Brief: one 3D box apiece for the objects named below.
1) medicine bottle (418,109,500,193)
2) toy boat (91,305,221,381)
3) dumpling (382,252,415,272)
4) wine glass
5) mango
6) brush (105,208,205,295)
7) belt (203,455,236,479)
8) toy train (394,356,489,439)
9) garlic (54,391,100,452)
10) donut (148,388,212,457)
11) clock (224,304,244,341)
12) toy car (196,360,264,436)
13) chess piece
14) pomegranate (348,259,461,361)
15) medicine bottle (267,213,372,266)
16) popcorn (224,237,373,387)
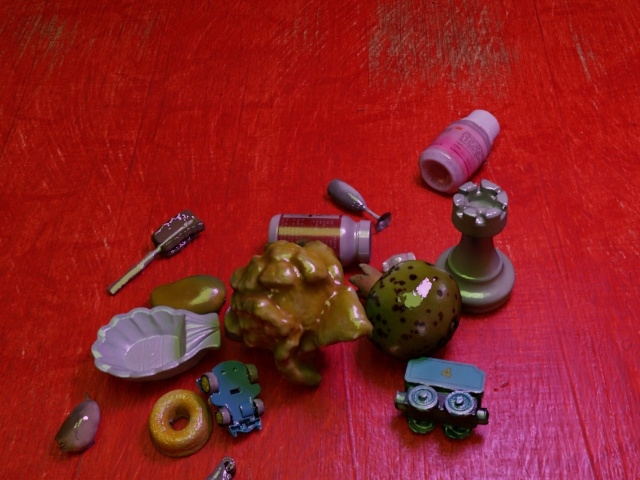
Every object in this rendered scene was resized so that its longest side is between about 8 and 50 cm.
[{"bbox_3d":[0.380,-0.246,2.231,0.147,0.147,0.247,27,56,27],"label":"medicine bottle"},{"bbox_3d":[-0.368,0.245,1.887,0.290,0.100,0.199,-10,48,-2],"label":"toy boat"},{"bbox_3d":[0.197,0.062,2.039,0.076,0.057,0.052,-17,4,-44],"label":"dumpling"},{"bbox_3d":[0.096,-0.096,2.178,0.066,0.066,0.198,-36,54,-25],"label":"wine glass"},{"bbox_3d":[-0.317,0.146,1.990,0.191,0.086,0.122,-16,55,4],"label":"mango"},{"bbox_3d":[-0.428,0.032,2.118,0.084,0.071,0.301,36,65,28],"label":"brush"},{"bbox_3d":[-0.248,0.530,1.644,0.071,0.053,0.232,27,55,37],"label":"belt"},{"bbox_3d":[0.260,0.330,1.741,0.197,0.107,0.154,7,41,13],"label":"toy train"},{"bbox_3d":[-0.518,0.391,1.790,0.084,0.066,0.152,12,52,19],"label":"garlic"},{"bbox_3d":[-0.305,0.388,1.779,0.151,0.058,0.152,-3,50,3],"label":"donut"},{"bbox_3d":[-0.160,0.170,1.966,0.110,0.050,0.153,14,50,18],"label":"clock"},{"bbox_3d":[-0.193,0.348,1.799,0.126,0.098,0.162,-10,74,-34],"label":"toy car"},{"bbox_3d":[0.358,0.009,1.889,0.194,0.299,0.195,-3,47,3],"label":"chess piece"},{"bbox_3d":[0.176,0.161,1.856,0.285,0.231,0.231,-5,39,43],"label":"pomegranate"},{"bbox_3d":[0.000,0.000,2.051,0.250,0.131,0.131,1,48,7],"label":"medicine bottle"},{"bbox_3d":[-0.059,0.163,1.802,0.289,0.326,0.321,1,12,-11],"label":"popcorn"}]
